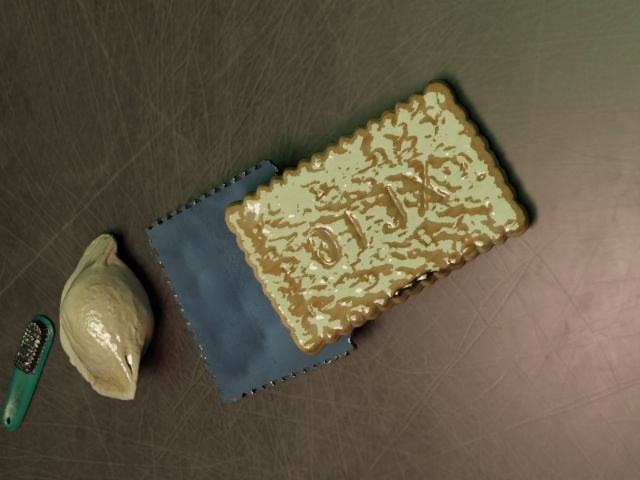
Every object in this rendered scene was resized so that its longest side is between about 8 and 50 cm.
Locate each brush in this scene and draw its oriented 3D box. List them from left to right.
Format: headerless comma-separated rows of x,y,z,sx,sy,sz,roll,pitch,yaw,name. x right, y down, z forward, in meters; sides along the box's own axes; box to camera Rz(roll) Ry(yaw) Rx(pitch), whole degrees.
-0.429,0.195,2.015,0.043,0.032,0.193,30,110,18,brush

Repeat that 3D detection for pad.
-0.095,0.059,1.803,0.269,0.012,0.269,-24,89,41,pad

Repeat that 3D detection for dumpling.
-0.297,0.116,1.888,0.166,0.126,0.216,-36,86,43,dumpling

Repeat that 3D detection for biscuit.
0.065,-0.026,1.675,0.325,0.044,0.217,-32,83,9,biscuit
